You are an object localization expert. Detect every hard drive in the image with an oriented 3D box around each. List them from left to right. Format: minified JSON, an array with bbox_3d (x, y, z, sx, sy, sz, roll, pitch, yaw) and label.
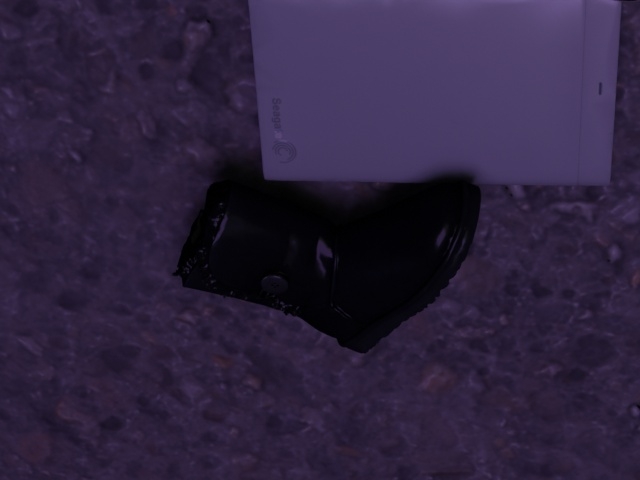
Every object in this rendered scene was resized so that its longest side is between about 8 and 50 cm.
[{"bbox_3d":[0.098,-0.140,1.359,0.308,0.040,0.203,1,126,7],"label":"hard drive"}]

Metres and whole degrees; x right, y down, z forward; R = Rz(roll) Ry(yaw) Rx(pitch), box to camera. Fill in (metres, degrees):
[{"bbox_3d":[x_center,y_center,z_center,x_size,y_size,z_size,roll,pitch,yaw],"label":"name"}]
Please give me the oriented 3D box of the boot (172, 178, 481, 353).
[{"bbox_3d":[0.000,0.000,1.415,0.207,0.094,0.246,22,141,-18],"label":"boot"}]
